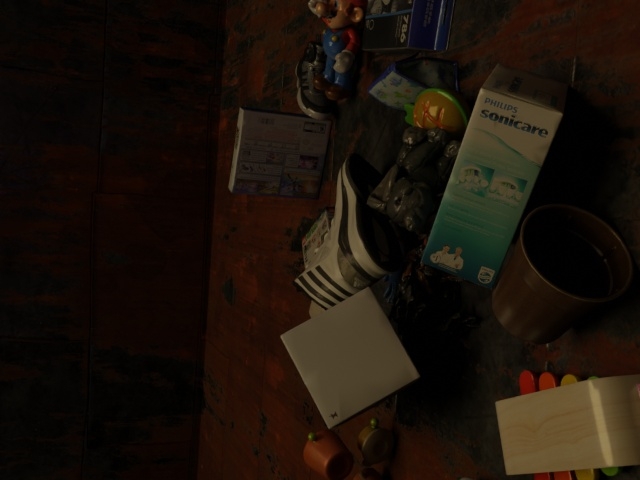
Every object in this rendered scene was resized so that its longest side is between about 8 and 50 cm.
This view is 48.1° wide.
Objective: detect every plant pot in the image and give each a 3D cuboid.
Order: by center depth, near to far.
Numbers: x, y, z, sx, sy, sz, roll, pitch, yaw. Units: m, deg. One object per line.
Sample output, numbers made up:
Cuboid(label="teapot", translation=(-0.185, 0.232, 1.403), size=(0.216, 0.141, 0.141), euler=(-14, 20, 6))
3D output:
Cuboid(label="plant pot", translation=(0.341, 0.060, 1.059), size=(0.165, 0.166, 0.167), euler=(108, 155, -53))

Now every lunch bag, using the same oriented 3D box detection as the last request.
Cuboid(label="lunch bag", translation=(0.189, -0.325, 1.485), size=(0.129, 0.151, 0.096), euler=(149, 121, -65))

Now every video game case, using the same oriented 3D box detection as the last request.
Cuboid(label="video game case", translation=(-0.119, -0.251, 2.096), size=(0.061, 0.269, 0.244), euler=(-132, 49, -62))

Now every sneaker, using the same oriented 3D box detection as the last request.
Cuboid(label="sneaker", translation=(0.035, -0.013, 1.594), size=(0.257, 0.169, 0.448), euler=(-41, 22, 25))
Cuboid(label="sneaker", translation=(-0.008, -0.479, 2.068), size=(0.153, 0.101, 0.269), euler=(113, 153, -47))

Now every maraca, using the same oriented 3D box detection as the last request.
Cuboid(label="maraca", translation=(0.230, -0.241, 1.428), size=(0.127, 0.099, 0.185), euler=(60, 158, -10))

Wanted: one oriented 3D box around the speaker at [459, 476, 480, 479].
Cuboid(label="speaker", translation=(0.292, 0.452, 1.254), size=(0.136, 0.055, 0.055), euler=(161, 111, -67))

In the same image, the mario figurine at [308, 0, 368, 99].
Cuboid(label="mario figurine", translation=(0.025, -0.542, 1.886), size=(0.198, 0.170, 0.321), euler=(20, 122, 22))

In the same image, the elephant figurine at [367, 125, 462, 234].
Cuboid(label="elephant figurine", translation=(0.172, -0.089, 1.357), size=(0.239, 0.169, 0.186), euler=(-59, -32, -23))

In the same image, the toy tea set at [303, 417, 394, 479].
Cuboid(label="toy tea set", translation=(0.055, 0.564, 1.652), size=(0.124, 0.199, 0.336), euler=(24, 116, 58))

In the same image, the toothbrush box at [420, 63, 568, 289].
Cuboid(label="toothbrush box", translation=(0.277, -0.108, 1.138), size=(0.216, 0.126, 0.296), euler=(-48, -25, -61))

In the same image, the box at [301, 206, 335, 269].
Cuboid(label="box", translation=(0.000, 0.000, 2.076), size=(0.207, 0.036, 0.114), euler=(129, 139, -56))

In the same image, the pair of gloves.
Cuboid(label="pair of gloves", translation=(0.190, 0.083, 1.605), size=(0.198, 0.023, 0.159), euler=(-141, 57, -65))

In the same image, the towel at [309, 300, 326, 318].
Cuboid(label="towel", translation=(0.033, 0.198, 1.952), size=(0.282, 0.049, 0.187), euler=(-122, 41, -56))

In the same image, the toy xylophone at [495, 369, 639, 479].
Cuboid(label="toy xylophone", translation=(0.364, 0.308, 1.052), size=(0.322, 0.081, 0.236), euler=(152, 118, -65))

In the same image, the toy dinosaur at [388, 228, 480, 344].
Cuboid(label="toy dinosaur", translation=(0.224, 0.077, 1.418), size=(0.322, 0.164, 0.219), euler=(91, -177, -50))

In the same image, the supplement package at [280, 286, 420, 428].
Cuboid(label="supplement package", translation=(0.068, 0.242, 1.450), size=(0.199, 0.198, 0.263), euler=(61, 180, 14))

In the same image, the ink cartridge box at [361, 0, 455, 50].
Cuboid(label="ink cartridge box", translation=(0.192, -0.513, 1.626), size=(0.332, 0.065, 0.166), euler=(-151, 66, -65))
